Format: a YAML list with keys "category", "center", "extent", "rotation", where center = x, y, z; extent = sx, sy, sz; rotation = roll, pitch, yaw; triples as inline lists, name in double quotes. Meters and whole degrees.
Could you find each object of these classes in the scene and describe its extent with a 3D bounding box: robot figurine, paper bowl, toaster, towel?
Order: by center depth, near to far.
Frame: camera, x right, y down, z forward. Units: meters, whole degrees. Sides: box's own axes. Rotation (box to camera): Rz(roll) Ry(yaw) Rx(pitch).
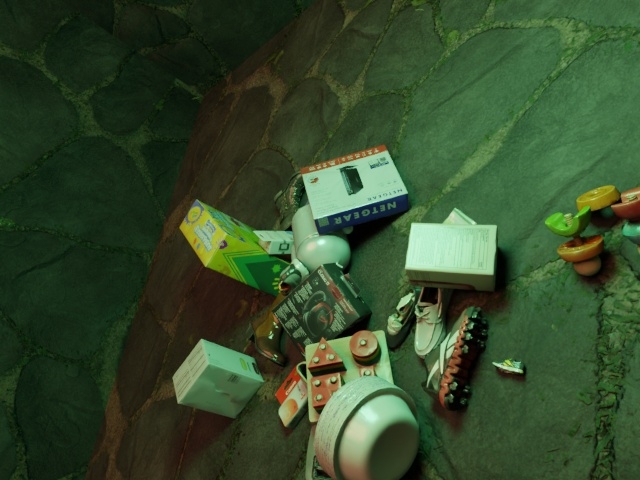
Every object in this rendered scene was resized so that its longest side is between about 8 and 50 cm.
- category: "paper bowl"
  center: [0.137, 0.504, 1.322]
  extent: [0.148, 0.284, 0.284]
  rotation: [17, 79, 54]
- category: "toaster"
  center: [0.050, 0.618, 1.494]
  extent: [0.185, 0.110, 0.168]
  rotation: [-15, 58, 45]
- category: "towel"
  center: [0.399, -0.018, 1.596]
  extent: [0.152, 0.023, 0.113]
  rotation: [-52, 35, 12]
- category: "robot figurine"
  center: [0.000, 0.000, 1.929]
  extent: [0.300, 0.199, 0.353]
  rotation: [-42, 39, 27]

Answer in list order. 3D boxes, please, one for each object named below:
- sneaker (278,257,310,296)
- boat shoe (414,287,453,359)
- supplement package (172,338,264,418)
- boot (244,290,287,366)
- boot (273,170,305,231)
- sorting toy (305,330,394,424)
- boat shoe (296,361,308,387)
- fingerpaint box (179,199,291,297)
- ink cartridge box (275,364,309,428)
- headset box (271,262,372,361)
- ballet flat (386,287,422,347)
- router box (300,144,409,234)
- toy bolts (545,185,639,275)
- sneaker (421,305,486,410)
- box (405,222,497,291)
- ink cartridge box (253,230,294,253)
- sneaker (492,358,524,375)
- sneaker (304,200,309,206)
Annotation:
- category: "sneaker"
  center: [-0.105, 0.164, 1.874]
  extent: [0.108, 0.271, 0.100]
  rotation: [-33, 64, -20]
- category: "boat shoe"
  center: [0.314, 0.202, 1.488]
  extent: [0.096, 0.088, 0.267]
  rotation: [4, 69, 52]
- category: "supplement package"
  center: [-0.390, 0.531, 1.984]
  extent: [0.204, 0.262, 0.145]
  rotation: [-52, 36, 10]
- category: "boot"
  center: [-0.139, 0.320, 2.010]
  extent: [0.280, 0.096, 0.264]
  rotation: [-49, 33, -4]
- category: "boot"
  center: [-0.105, -0.159, 2.293]
  extent: [0.263, 0.091, 0.229]
  rotation: [-44, 43, 28]
- category: "sorting toy"
  center: [0.078, 0.387, 1.541]
  extent: [0.257, 0.089, 0.255]
  rotation: [-13, 47, 8]
- category: "boat shoe"
  center: [0.031, 0.459, 1.635]
  extent: [0.302, 0.103, 0.113]
  rotation: [2, 55, 51]
- category: "fingerpaint box"
  center: [-0.358, 0.033, 2.207]
  extent: [0.163, 0.371, 0.445]
  rotation: [-58, 35, 4]
- category: "ink cartridge box"
  center: [-0.100, 0.537, 1.809]
  extent: [0.145, 0.045, 0.179]
  rotation: [-55, 38, 7]
- category: "headset box"
  center: [0.012, 0.230, 1.747]
  extent: [0.293, 0.110, 0.218]
  rotation: [-44, 72, 22]
- category: "ballet flat"
  center: [0.246, 0.229, 1.572]
  extent: [0.203, 0.074, 0.074]
  rotation: [-57, 35, 5]
- category: "router box"
  center: [0.118, -0.189, 1.874]
  extent: [0.335, 0.082, 0.301]
  rotation: [-16, 44, 0]
- category: "toy bolts"
  center: [0.683, -0.026, 1.196]
  extent: [0.218, 0.158, 0.228]
  rotation: [-31, 8, -32]
- category: "sneaker"
  center: [0.345, 0.298, 1.372]
  extent: [0.135, 0.097, 0.276]
  rotation: [9, 74, 51]
- category: "box"
  center: [0.363, 0.045, 1.427]
  extent: [0.232, 0.127, 0.149]
  rotation: [3, 64, 21]
- category: "ink cartridge box"
  center: [-0.176, 0.007, 2.078]
  extent: [0.104, 0.180, 0.060]
  rotation: [39, 122, 50]
- category: "sneaker"
  center: [0.466, 0.308, 1.280]
  extent: [0.083, 0.031, 0.035]
  rotation: [8, 59, 49]
- category: "sneaker"
  center: [-0.031, -0.076, 2.136]
  extent: [0.090, 0.081, 0.232]
  rotation: [19, 88, 52]
